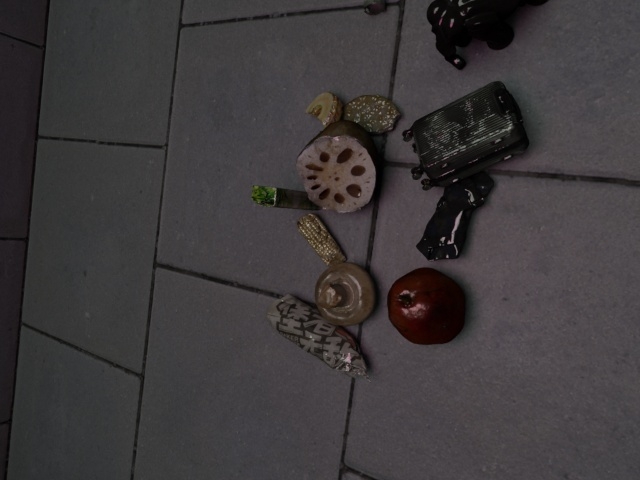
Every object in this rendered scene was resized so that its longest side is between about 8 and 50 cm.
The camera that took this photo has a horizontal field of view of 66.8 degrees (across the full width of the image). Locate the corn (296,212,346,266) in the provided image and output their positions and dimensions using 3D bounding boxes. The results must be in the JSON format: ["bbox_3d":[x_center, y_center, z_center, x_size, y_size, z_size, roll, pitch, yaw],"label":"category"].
[{"bbox_3d":[0.000,0.000,1.609,0.087,0.087,0.210,-45,67,23],"label":"corn"}]

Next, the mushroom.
[{"bbox_3d":[0.065,0.168,1.502,0.204,0.204,0.204,0,89,31],"label":"mushroom"}]

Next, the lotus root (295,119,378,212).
[{"bbox_3d":[0.064,-0.241,1.503,0.273,0.192,0.272,7,131,8],"label":"lotus root"}]

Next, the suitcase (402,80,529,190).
[{"bbox_3d":[0.392,-0.282,1.329,0.312,0.128,0.202,-25,54,28],"label":"suitcase"}]

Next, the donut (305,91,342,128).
[{"bbox_3d":[0.023,-0.428,1.590,0.108,0.065,0.166,-53,37,11],"label":"donut"}]

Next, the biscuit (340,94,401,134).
[{"bbox_3d":[0.127,-0.395,1.564,0.290,0.038,0.141,-10,80,34],"label":"biscuit"}]

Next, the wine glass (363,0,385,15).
[{"bbox_3d":[0.167,-0.801,1.531,0.072,0.072,0.155,-5,87,31],"label":"wine glass"}]

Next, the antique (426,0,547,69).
[{"bbox_3d":[0.427,-0.619,1.268,0.322,0.255,0.185,-46,70,25],"label":"antique"}]

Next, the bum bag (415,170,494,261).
[{"bbox_3d":[0.384,-0.077,1.385,0.137,0.074,0.309,28,98,41],"label":"bum bag"}]

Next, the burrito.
[{"bbox_3d":[0.000,0.317,1.596,0.446,0.101,0.138,28,92,31],"label":"burrito"}]

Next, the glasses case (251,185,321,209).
[{"bbox_3d":[-0.101,-0.133,1.561,0.095,0.272,0.062,8,94,31],"label":"glasses case"}]

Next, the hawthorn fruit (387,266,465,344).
[{"bbox_3d":[0.278,0.183,1.340,0.224,0.261,0.223,-5,79,31],"label":"hawthorn fruit"}]
